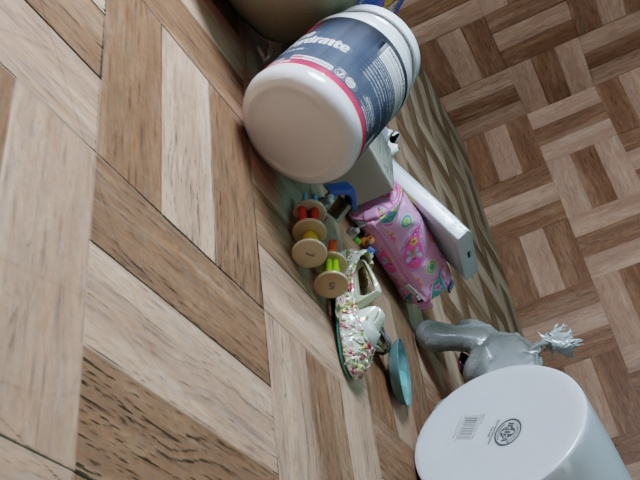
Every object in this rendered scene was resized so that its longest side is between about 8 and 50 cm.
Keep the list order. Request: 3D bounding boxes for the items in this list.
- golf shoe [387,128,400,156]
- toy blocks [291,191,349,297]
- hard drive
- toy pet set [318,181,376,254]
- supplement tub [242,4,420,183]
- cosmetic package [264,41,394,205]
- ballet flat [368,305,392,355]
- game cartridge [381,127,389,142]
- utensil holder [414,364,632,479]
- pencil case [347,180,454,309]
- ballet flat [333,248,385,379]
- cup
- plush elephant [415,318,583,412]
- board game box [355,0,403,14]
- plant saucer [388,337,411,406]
[{"bbox_3d":[0.154,-0.242,2.060,0.069,0.086,0.176,54,20,-35],"label":"golf shoe"},{"bbox_3d":[0.000,0.000,1.321,0.123,0.054,0.148,56,20,-33],"label":"toy blocks"},{"bbox_3d":[0.198,-0.066,1.763,0.307,0.040,0.203,47,-7,28],"label":"hard drive"},{"bbox_3d":[0.048,-0.051,1.435,0.122,0.065,0.114,35,9,-26],"label":"toy pet set"},{"bbox_3d":[0.023,-0.229,1.305,0.272,0.191,0.191,-51,121,-43],"label":"supplement tub"},{"bbox_3d":[0.021,-0.228,1.578,0.309,0.113,0.160,58,19,-31],"label":"cosmetic package"},{"bbox_3d":[0.086,0.151,1.426,0.114,0.041,0.041,56,20,-32],"label":"ballet flat"},{"bbox_3d":[0.080,-0.328,1.911,0.198,0.062,0.297,21,48,-84],"label":"game cartridge"},{"bbox_3d":[0.380,0.453,1.461,0.385,0.328,0.327,59,19,-23],"label":"utensil holder"},{"bbox_3d":[0.162,0.011,1.703,0.284,0.124,0.124,57,20,-36],"label":"pencil case"},{"bbox_3d":[0.060,0.102,1.338,0.091,0.077,0.240,53,23,-46],"label":"ballet flat"},{"bbox_3d":[-0.045,-0.470,1.415,0.237,0.331,0.331,86,-4,-52],"label":"cup"},{"bbox_3d":[0.367,0.303,1.757,0.255,0.330,0.271,77,-2,-46],"label":"plush elephant"},{"bbox_3d":[0.054,-0.506,1.557,0.078,0.347,0.233,-27,69,-41],"label":"board game box"},{"bbox_3d":[0.135,0.228,1.474,0.119,0.021,0.119,-10,90,-77],"label":"plant saucer"}]
